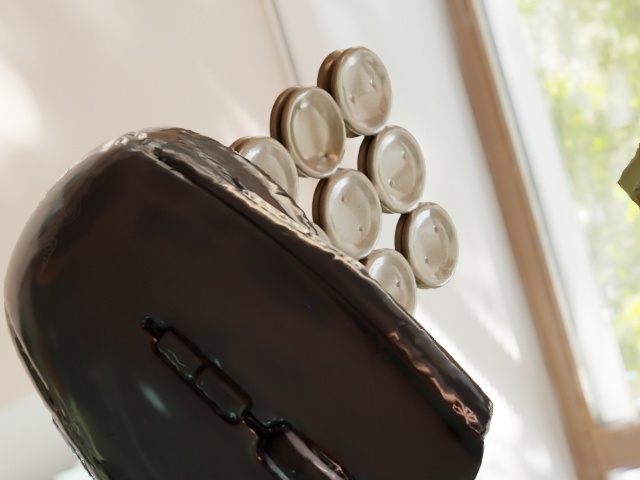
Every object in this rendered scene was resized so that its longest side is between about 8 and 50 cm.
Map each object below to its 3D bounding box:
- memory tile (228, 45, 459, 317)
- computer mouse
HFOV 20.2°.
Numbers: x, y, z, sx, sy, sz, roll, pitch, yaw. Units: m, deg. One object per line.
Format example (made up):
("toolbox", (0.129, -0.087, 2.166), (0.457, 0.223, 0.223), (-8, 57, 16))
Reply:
("memory tile", (0.000, 0.000, 0.700), (0.012, 0.113, 0.148), (-6, -152, 41))
("computer mouse", (0.013, 0.024, 0.476), (0.184, 0.262, 0.060), (-46, 146, 7))
